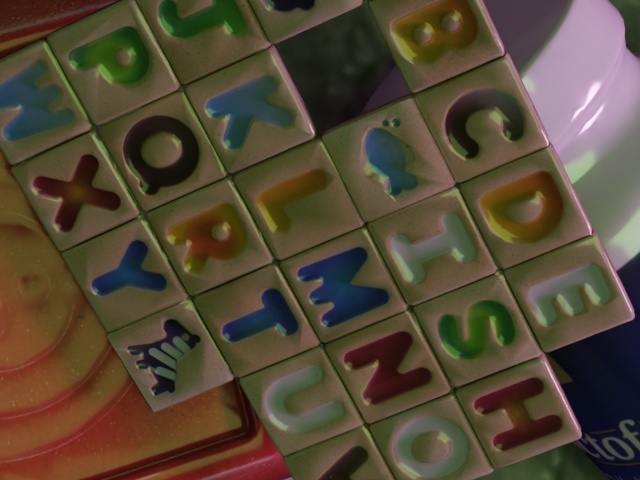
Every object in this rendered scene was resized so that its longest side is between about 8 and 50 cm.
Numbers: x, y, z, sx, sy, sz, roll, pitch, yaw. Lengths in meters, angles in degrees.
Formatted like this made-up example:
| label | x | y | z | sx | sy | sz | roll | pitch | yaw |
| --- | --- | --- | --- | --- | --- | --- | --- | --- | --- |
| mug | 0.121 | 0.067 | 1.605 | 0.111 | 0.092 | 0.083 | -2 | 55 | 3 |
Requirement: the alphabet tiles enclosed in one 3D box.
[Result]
| label | x | y | z | sx | sy | sz | roll | pitch | yaw |
| --- | --- | --- | --- | --- | --- | --- | --- | --- | --- |
| alphabet tiles | 0.000 | 0.000 | 0.727 | 0.198 | 0.009 | 0.237 | -23 | 107 | 16 |

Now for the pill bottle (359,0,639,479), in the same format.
| label | x | y | z | sx | sy | sz | roll | pitch | yaw |
| --- | --- | --- | --- | --- | --- | --- | --- | --- | --- |
| pill bottle | 0.144 | 0.014 | 0.807 | 0.153 | 0.153 | 0.264 | -47 | 108 | -6 |

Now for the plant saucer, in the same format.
| label | x | y | z | sx | sy | sz | roll | pitch | yaw |
| --- | --- | --- | --- | --- | --- | --- | --- | --- | --- |
| plant saucer | -0.137 | 0.020 | 0.767 | 0.258 | 0.048 | 0.259 | -17 | 105 | -12 |
